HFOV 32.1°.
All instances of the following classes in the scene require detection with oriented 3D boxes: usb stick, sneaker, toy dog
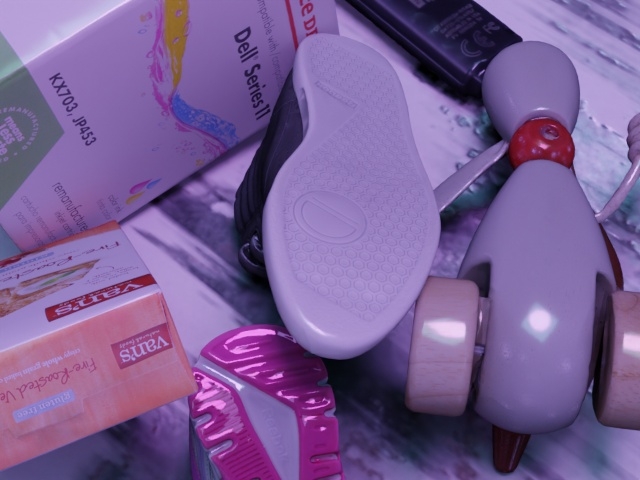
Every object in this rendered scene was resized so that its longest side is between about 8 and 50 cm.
[{"bbox_3d":[0.051,-0.218,0.929,0.077,0.045,0.278,-36,66,-26],"label":"usb stick"},{"bbox_3d":[0.000,0.000,0.723,0.105,0.147,0.295,14,38,-11],"label":"sneaker"},{"bbox_3d":[-0.019,0.178,0.672,0.103,0.111,0.252,-9,82,-12],"label":"sneaker"},{"bbox_3d":[0.145,0.021,0.757,0.220,0.161,0.333,23,48,16],"label":"toy dog"}]

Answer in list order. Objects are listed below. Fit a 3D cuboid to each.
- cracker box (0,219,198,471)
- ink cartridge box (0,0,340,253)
[{"bbox_3d":[-0.175,0.059,0.673,0.156,0.232,0.067,-21,106,-12],"label":"cracker box"},{"bbox_3d":[-0.104,-0.155,0.778,0.353,0.207,0.119,-35,65,-10],"label":"ink cartridge box"}]
